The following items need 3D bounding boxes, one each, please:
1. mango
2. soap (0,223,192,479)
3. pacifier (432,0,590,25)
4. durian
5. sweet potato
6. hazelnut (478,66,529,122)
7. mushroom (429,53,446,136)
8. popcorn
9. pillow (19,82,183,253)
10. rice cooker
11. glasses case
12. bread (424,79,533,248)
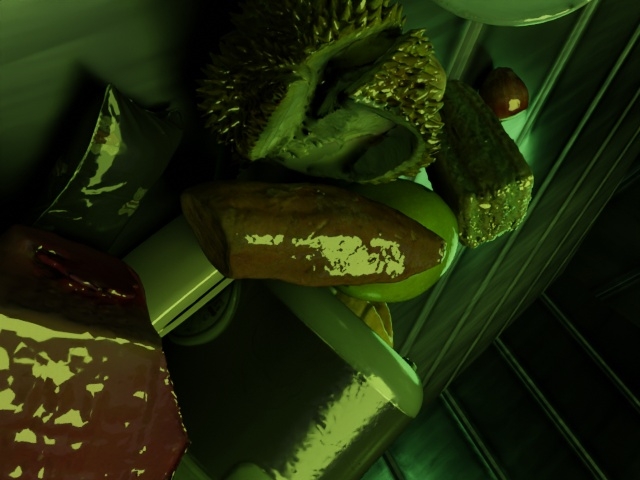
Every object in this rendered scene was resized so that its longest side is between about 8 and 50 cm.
[{"bbox_3d":[0.083,-0.012,0.702,0.293,0.175,0.143,-35,125,-72],"label":"mango"},{"bbox_3d":[-0.216,0.151,0.403,0.220,0.127,0.324,16,105,-41],"label":"soap"},{"bbox_3d":[0.131,-0.303,0.431,0.226,0.238,0.287,-88,-172,-85],"label":"pacifier"},{"bbox_3d":[-0.007,-0.127,0.473,0.193,0.237,0.137,14,71,-41],"label":"durian"},{"bbox_3d":[0.000,0.000,0.503,0.252,0.097,0.097,9,124,-20],"label":"sweet potato"},{"bbox_3d":[0.272,-0.218,0.846,0.086,0.086,0.086,-36,151,-24],"label":"hazelnut"},{"bbox_3d":[0.072,-0.138,0.597,0.148,0.112,0.148,-44,162,-19],"label":"mushroom"},{"bbox_3d":[0.038,0.141,0.868,0.148,0.167,0.152,-7,167,-3],"label":"popcorn"},{"bbox_3d":[-0.165,-0.043,0.428,0.150,0.048,0.090,-54,147,9],"label":"pillow"},{"bbox_3d":[-0.061,0.170,0.631,0.277,0.288,0.288,-46,154,-3],"label":"rice cooker"},{"bbox_3d":[-0.130,0.023,0.537,0.204,0.081,0.051,-39,154,-17],"label":"glasses case"},{"bbox_3d":[0.194,-0.104,0.753,0.102,0.196,0.138,-21,153,3],"label":"bread"}]
